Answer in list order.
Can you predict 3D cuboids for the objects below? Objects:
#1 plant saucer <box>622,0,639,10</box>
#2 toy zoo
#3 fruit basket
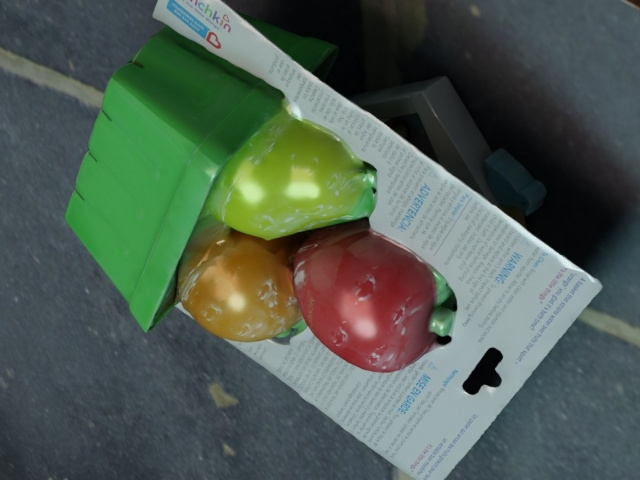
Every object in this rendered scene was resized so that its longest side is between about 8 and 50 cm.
[{"bbox_3d":[0.200,-0.208,1.036,0.168,0.029,0.168,28,136,31],"label":"plant saucer"},{"bbox_3d":[0.054,-0.018,1.349,0.293,0.030,0.192,-5,114,50],"label":"toy zoo"},{"bbox_3d":[0.000,0.000,1.303,0.353,0.165,0.327,32,143,3],"label":"fruit basket"}]
